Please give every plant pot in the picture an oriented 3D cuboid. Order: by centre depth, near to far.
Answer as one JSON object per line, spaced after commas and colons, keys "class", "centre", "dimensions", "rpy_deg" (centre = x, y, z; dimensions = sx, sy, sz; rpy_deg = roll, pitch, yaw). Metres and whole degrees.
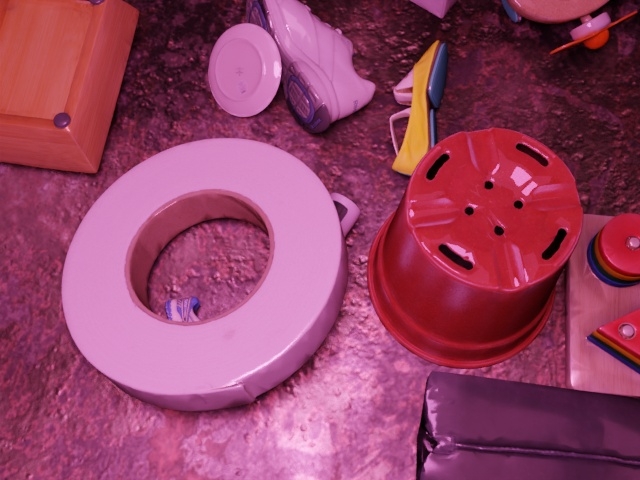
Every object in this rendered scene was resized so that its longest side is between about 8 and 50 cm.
{"class": "plant pot", "centre": [0.199, 0.006, 0.985], "dimensions": [0.272, 0.265, 0.273], "rpy_deg": [0, 70, 1]}

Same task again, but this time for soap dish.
{"class": "soap dish", "centre": [-0.424, -0.257, 1.173], "dimensions": [0.228, 0.118, 0.291], "rpy_deg": [8, 71, 4]}

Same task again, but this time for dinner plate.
{"class": "dinner plate", "centre": [-0.121, -0.261, 1.177], "dimensions": [0.141, 0.017, 0.141], "rpy_deg": [5, 100, 32]}

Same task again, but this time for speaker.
{"class": "speaker", "centre": [0.000, 0.000, 1.103], "dimensions": [0.055, 0.055, 0.136], "rpy_deg": [32, 74, 12]}

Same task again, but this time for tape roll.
{"class": "tape roll", "centre": [-0.154, 0.036, 1.039], "dimensions": [0.391, 0.072, 0.392], "rpy_deg": [-5, 59, 8]}

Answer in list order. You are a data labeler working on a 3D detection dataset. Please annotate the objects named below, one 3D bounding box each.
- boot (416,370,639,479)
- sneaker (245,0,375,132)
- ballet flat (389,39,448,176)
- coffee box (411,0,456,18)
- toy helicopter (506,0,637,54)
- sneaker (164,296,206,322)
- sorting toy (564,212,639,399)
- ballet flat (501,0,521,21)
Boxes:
{"class": "boot", "centre": [0.329, 0.354, 0.916], "dimensions": [0.444, 0.146, 0.367], "rpy_deg": [8, 62, 1]}
{"class": "sneaker", "centre": [-0.025, -0.301, 1.205], "dimensions": [0.129, 0.111, 0.297], "rpy_deg": [-21, 72, -25]}
{"class": "ballet flat", "centre": [0.146, -0.202, 1.169], "dimensions": [0.077, 0.077, 0.231], "rpy_deg": [1, 71, 19]}
{"class": "coffee box", "centre": [0.233, -0.505, 1.240], "dimensions": [0.098, 0.141, 0.246], "rpy_deg": [35, 73, 13]}
{"class": "toy helicopter", "centre": [0.459, -0.404, 1.190], "dimensions": [0.354, 0.140, 0.235], "rpy_deg": [-2, 90, 0]}
{"class": "sneaker", "centre": [-0.170, 0.136, 1.060], "dimensions": [0.058, 0.052, 0.135], "rpy_deg": [-19, 71, -10]}
{"class": "sorting toy", "centre": [0.473, 0.084, 1.044], "dimensions": [0.255, 0.089, 0.257], "rpy_deg": [5, 70, 3]}
{"class": "ballet flat", "centre": [0.306, -0.408, 1.255], "dimensions": [0.041, 0.041, 0.114], "rpy_deg": [-26, 71, -8]}
